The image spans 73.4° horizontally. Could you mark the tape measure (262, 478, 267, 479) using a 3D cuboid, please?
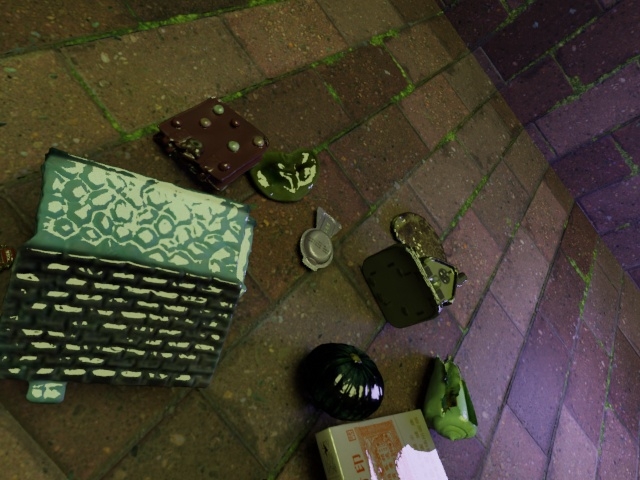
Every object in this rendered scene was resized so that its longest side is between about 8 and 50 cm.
[{"bbox_3d":[-0.059,0.609,0.759,0.253,0.114,0.261,39,53,-18],"label":"tape measure"}]

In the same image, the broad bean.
[{"bbox_3d":[-0.096,-0.178,1.155,0.206,0.072,0.153,-22,79,-30],"label":"broad bean"}]

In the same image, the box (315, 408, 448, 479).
[{"bbox_3d":[0.151,0.497,0.944,0.365,0.051,0.205,15,48,-46],"label":"box"}]

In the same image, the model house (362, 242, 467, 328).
[{"bbox_3d":[0.295,0.086,1.224,0.278,0.204,0.219,-24,85,-41],"label":"model house"}]

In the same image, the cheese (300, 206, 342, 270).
[{"bbox_3d":[0.000,0.000,1.149,0.105,0.042,0.191,40,49,-17],"label":"cheese"}]

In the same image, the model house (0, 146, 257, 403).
[{"bbox_3d":[-0.306,0.096,0.721,0.360,0.297,0.339,15,68,-31],"label":"model house"}]

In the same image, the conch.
[{"bbox_3d":[0.346,0.407,1.153,0.143,0.137,0.251,28,54,-24],"label":"conch"}]

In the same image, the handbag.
[{"bbox_3d":[-0.252,-0.236,1.022,0.203,0.074,0.216,40,47,4],"label":"handbag"}]

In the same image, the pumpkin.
[{"bbox_3d":[0.052,0.310,0.953,0.194,0.194,0.150,-15,117,-41],"label":"pumpkin"}]

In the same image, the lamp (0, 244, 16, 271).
[{"bbox_3d":[-0.554,0.032,0.713,0.083,0.031,0.063,-4,72,-44],"label":"lamp"}]

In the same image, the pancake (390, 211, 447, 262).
[{"bbox_3d":[0.315,0.047,1.380,0.286,0.033,0.288,-32,89,-41],"label":"pancake"}]
